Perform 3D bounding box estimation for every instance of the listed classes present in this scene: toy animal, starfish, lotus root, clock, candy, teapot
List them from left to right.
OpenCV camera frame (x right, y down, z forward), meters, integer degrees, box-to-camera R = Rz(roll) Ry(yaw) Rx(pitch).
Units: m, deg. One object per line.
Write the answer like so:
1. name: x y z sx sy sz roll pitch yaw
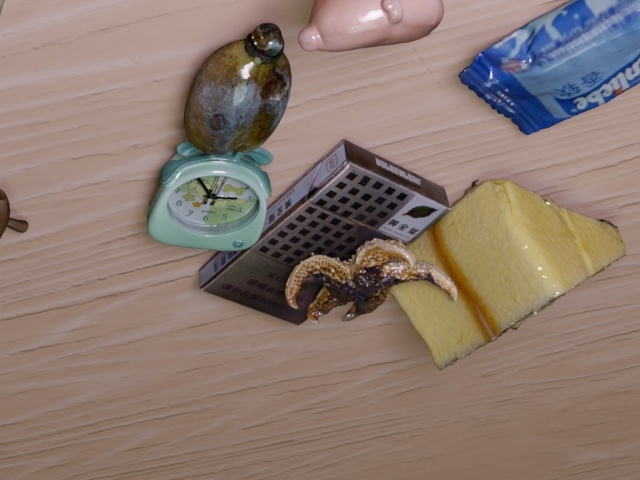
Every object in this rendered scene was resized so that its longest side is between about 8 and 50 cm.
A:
1. teapot: -0.421 -0.034 1.506 0.110 0.085 0.080 -2 128 -54
2. clock: -0.134 -0.063 1.491 0.148 0.060 0.188 8 139 -16
3. lotus root: -0.089 -0.171 1.340 0.113 0.088 0.192 -4 144 -29
4. toy animal: 0.043 -0.287 1.149 0.171 0.171 0.197 -5 103 -1
5. starfish: 0.068 0.054 1.583 0.216 0.071 0.238 4 158 -14
6. candy: 0.334 -0.231 1.335 0.331 0.077 0.187 -28 144 27

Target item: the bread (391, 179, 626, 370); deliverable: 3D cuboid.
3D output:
1. bread: 0.259 0.030 1.656 0.236 0.198 0.263 -14 161 -46

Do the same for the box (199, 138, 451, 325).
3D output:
1. box: -0.001 -0.001 1.602 0.180 0.047 0.325 23 134 -33

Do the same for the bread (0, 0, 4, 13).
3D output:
1. bread: -0.361 -0.234 1.023 0.155 0.338 0.187 -12 142 18
